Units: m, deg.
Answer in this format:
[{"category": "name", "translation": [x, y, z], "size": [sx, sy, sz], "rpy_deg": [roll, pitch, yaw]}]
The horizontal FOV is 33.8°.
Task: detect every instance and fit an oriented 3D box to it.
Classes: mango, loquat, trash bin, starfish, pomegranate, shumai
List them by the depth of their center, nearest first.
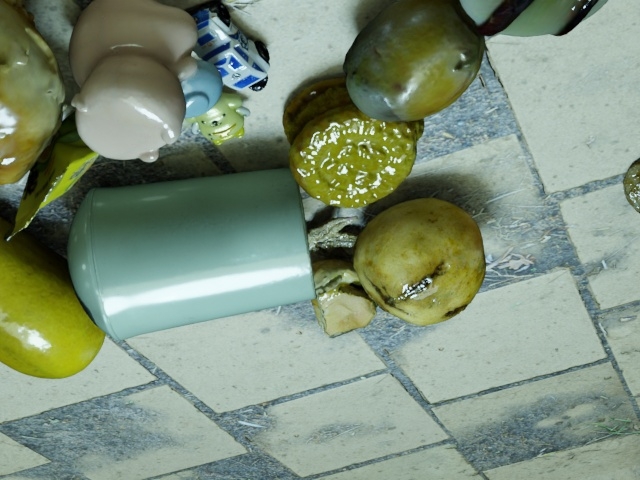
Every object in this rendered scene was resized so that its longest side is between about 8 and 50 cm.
[{"category": "loquat", "translation": [0.142, -0.275, 1.609], "size": [0.227, 0.179, 0.179], "rpy_deg": [-33, 137, 27]}, {"category": "trash bin", "translation": [-0.236, 0.019, 1.893], "size": [0.432, 0.280, 0.280], "rpy_deg": [-9, 145, 0]}, {"category": "mango", "translation": [-0.577, 0.093, 1.928], "size": [0.220, 0.301, 0.445], "rpy_deg": [-43, 137, 4]}, {"category": "shumai", "translation": [0.648, -0.110, 2.007], "size": [0.139, 0.105, 0.123], "rpy_deg": [-32, 94, 19]}, {"category": "pomegranate", "translation": [0.189, 0.040, 2.016], "size": [0.260, 0.260, 0.260], "rpy_deg": [-4, 145, -3]}, {"category": "starfish", "translation": [0.000, -0.001, 2.084], "size": [0.227, 0.043, 0.240], "rpy_deg": [5, 157, -36]}]

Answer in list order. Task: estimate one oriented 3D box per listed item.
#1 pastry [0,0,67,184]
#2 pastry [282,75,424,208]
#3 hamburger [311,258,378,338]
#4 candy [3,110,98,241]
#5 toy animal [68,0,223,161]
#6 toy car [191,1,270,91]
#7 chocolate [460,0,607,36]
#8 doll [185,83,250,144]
[{"category": "pastry", "translation": [-0.575, -0.232, 1.506], "size": [0.409, 0.245, 0.409], "rpy_deg": [-4, 147, -3]}, {"category": "pastry", "translation": [0.059, -0.165, 1.788], "size": [0.235, 0.132, 0.240], "rpy_deg": [-24, 142, 26]}, {"category": "hamburger", "translation": [0.040, 0.089, 2.148], "size": [0.155, 0.135, 0.208], "rpy_deg": [-24, 147, 2]}, {"category": "candy", "translation": [-0.392, -0.134, 1.641], "size": [0.081, 0.297, 0.187], "rpy_deg": [34, 132, -19]}, {"category": "toy animal", "translation": [-0.280, -0.236, 1.535], "size": [0.229, 0.221, 0.210], "rpy_deg": [42, 138, -6]}, {"category": "toy car", "translation": [-0.143, -0.290, 1.636], "size": [0.080, 0.070, 0.170], "rpy_deg": [-24, 140, 24]}, {"category": "chocolate", "translation": [0.302, -0.400, 1.443], "size": [0.283, 0.186, 0.283], "rpy_deg": [-4, 144, -3]}, {"category": "doll", "translation": [-0.181, -0.221, 1.736], "size": [0.106, 0.062, 0.162], "rpy_deg": [-19, 142, 10]}]
